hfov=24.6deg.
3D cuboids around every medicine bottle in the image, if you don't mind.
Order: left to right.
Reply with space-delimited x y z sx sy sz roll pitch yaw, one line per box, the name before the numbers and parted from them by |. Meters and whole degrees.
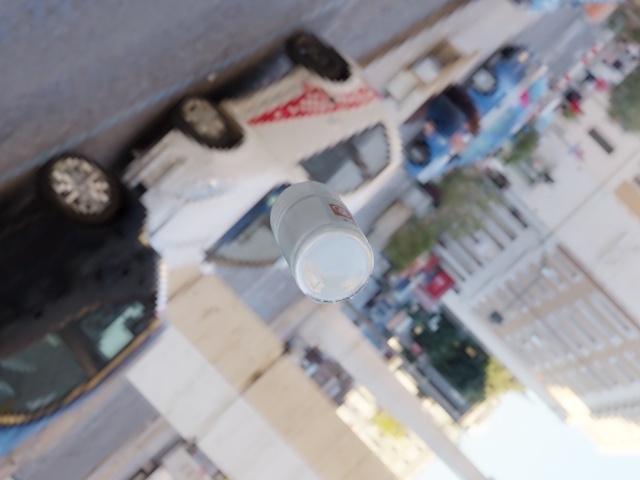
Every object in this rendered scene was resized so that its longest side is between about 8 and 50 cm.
medicine bottle | 0.000 0.000 1.020 0.057 0.057 0.089 -45 -153 8
